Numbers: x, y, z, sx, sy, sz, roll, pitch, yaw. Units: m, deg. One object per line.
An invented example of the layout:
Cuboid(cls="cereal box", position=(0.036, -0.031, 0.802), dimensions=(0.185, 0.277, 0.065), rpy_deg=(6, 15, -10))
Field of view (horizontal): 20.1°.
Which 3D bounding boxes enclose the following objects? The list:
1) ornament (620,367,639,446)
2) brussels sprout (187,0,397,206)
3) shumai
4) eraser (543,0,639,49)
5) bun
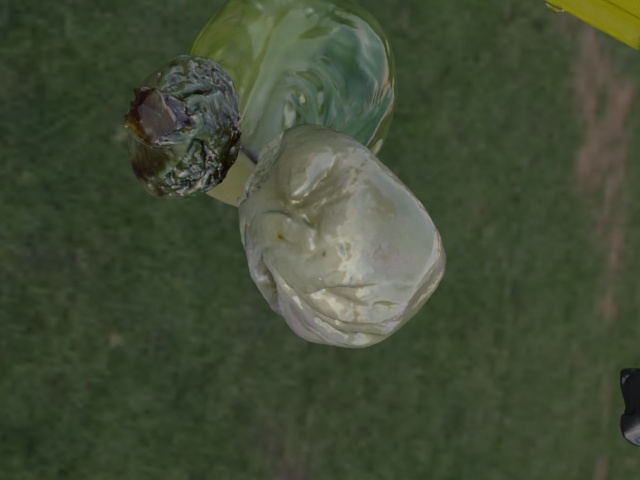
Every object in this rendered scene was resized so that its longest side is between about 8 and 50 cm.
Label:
Cuboid(cls="ornament", position=(0.507, 0.193, 2.093), dimensions=(0.251, 0.260, 0.106), rpy_deg=(25, 59, -31))
Cuboid(cls="brussels sprout", position=(-0.034, -0.144, 1.836), dimensions=(0.244, 0.244, 0.244), rpy_deg=(-17, 110, -58))
Cuboid(cls="shumai", position=(-0.123, -0.090, 1.489), dimensions=(0.087, 0.099, 0.123), rpy_deg=(-24, 123, -68))
Cuboid(cls="eraser", position=(0.153, -0.236, 1.201), dimensions=(0.069, 0.226, 0.158), rpy_deg=(-48, 160, -31))
Cuboid(cls="bun", position=(0.000, 0.000, 1.474), dimensions=(0.128, 0.193, 0.178), rpy_deg=(-39, 170, -21))
